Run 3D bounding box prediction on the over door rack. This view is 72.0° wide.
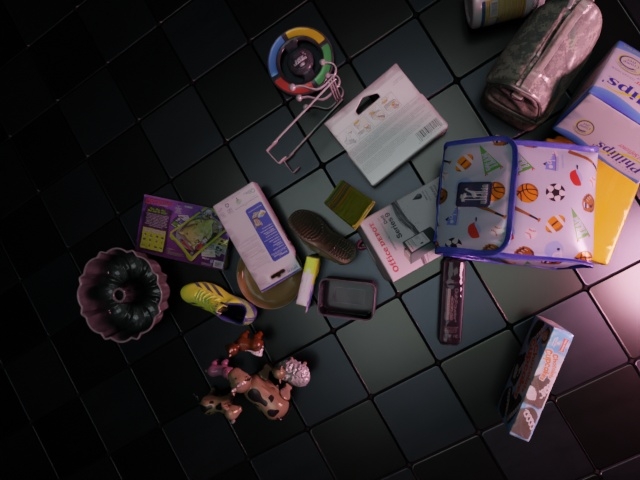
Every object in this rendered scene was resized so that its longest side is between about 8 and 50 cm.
[{"bbox_3d":[-0.055,-0.381,1.365,0.108,0.239,0.324,34,97,6],"label":"over door rack"}]

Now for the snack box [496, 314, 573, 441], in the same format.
[{"bbox_3d":[0.613,0.388,1.277,0.060,0.187,0.322,21,95,10],"label":"snack box"}]

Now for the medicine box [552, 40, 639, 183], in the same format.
[{"bbox_3d":[0.819,-0.345,1.174,0.263,0.149,0.289,37,61,8],"label":"medicine box"}]

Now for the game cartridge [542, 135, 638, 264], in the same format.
[{"bbox_3d":[0.759,-0.123,1.311,0.285,0.053,0.323,20,93,10],"label":"game cartridge"}]

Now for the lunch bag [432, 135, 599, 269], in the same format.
[{"bbox_3d":[0.510,-0.096,1.189,0.385,0.239,0.328,7,83,4],"label":"lunch bag"}]

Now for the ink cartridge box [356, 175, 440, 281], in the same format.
[{"bbox_3d":[0.282,-0.029,1.340,0.289,0.121,0.211,-30,87,-2],"label":"ink cartridge box"}]

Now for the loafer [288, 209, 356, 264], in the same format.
[{"bbox_3d":[0.000,0.000,1.439,0.268,0.092,0.102,39,69,22],"label":"loafer"}]

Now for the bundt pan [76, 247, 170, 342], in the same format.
[{"bbox_3d":[-0.679,0.186,1.562,0.331,0.124,0.331,0,91,10],"label":"bundt pan"}]

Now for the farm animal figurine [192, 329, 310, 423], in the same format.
[{"bbox_3d":[-0.237,0.484,1.438,0.327,0.172,0.330,28,108,3],"label":"farm animal figurine"}]

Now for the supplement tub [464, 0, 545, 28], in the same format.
[{"bbox_3d":[0.535,-0.717,1.289,0.200,0.144,0.144,-9,90,11],"label":"supplement tub"}]

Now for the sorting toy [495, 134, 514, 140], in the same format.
[{"bbox_3d":[0.556,-0.280,1.362,0.062,0.012,0.083,23,95,10],"label":"sorting toy"}]

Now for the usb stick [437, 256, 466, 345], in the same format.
[{"bbox_3d":[0.412,0.190,1.386,0.077,0.045,0.278,3,92,4],"label":"usb stick"}]

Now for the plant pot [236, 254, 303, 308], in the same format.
[{"bbox_3d":[-0.170,0.115,1.506,0.236,0.032,0.236,0,91,12],"label":"plant pot"}]

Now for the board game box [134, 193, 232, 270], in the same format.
[{"bbox_3d":[-0.476,-0.031,1.557,0.347,0.056,0.208,13,98,11],"label":"board game box"}]

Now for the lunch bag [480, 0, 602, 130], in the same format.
[{"bbox_3d":[0.612,-0.493,1.222,0.212,0.256,0.305,35,97,8],"label":"lunch bag"}]

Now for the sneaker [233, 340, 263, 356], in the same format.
[{"bbox_3d":[-0.247,0.365,1.527,0.109,0.040,0.043,18,84,5],"label":"sneaker"}]

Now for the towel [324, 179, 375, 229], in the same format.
[{"bbox_3d":[0.084,-0.117,1.366,0.021,0.237,0.102,30,99,-29],"label":"towel"}]

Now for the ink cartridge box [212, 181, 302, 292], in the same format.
[{"bbox_3d":[-0.203,-0.011,1.456,0.165,0.065,0.332,-29,87,9],"label":"ink cartridge box"}]

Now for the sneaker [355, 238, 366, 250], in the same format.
[{"bbox_3d":[0.166,-0.003,1.424,0.119,0.057,0.047,-32,83,9],"label":"sneaker"}]

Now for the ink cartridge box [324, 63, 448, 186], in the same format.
[{"bbox_3d":[0.206,-0.360,1.402,0.296,0.066,0.261,-38,84,9],"label":"ink cartridge box"}]

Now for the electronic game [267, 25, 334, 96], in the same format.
[{"bbox_3d":[-0.067,-0.594,1.460,0.229,0.048,0.229,0,91,11],"label":"electronic game"}]

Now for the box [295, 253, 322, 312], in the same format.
[{"bbox_3d":[-0.038,0.137,1.440,0.042,0.109,0.178,14,94,7],"label":"box"}]

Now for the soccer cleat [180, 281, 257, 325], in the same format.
[{"bbox_3d":[-0.355,0.211,1.498,0.289,0.121,0.093,19,95,10],"label":"soccer cleat"}]

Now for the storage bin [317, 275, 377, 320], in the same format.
[{"bbox_3d":[0.088,0.186,1.430,0.180,0.084,0.122,5,93,12],"label":"storage bin"}]
